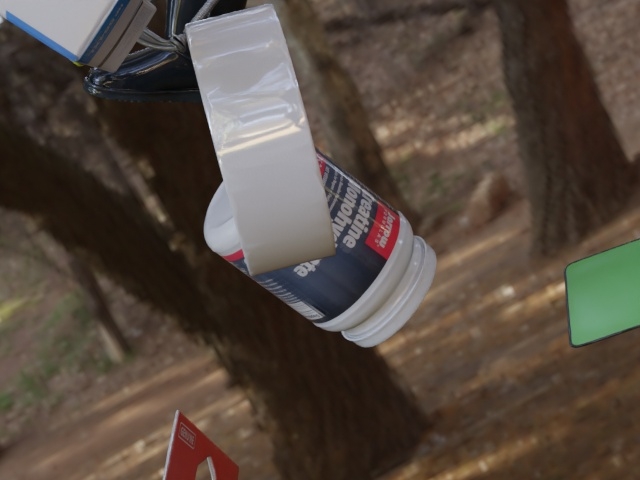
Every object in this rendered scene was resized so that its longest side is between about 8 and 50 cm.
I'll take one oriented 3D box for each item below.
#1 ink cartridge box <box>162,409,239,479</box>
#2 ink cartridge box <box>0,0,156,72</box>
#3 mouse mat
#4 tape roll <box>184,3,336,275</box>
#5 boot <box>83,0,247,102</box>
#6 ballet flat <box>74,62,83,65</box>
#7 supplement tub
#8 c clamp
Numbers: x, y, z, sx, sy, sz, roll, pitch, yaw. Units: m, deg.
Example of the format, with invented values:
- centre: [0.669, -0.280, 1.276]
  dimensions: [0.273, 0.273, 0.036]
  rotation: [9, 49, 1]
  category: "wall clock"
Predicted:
- centre: [-0.110, 0.333, 1.437]
  dimensions: [0.066, 0.261, 0.296]
  rotation: [8, -18, 12]
  category: "ink cartridge box"
- centre: [-0.248, -0.232, 1.339]
  dimensions: [0.086, 0.148, 0.203]
  rotation: [-58, 0, 3]
  category: "ink cartridge box"
- centre: [0.382, 0.059, 1.803]
  dimensions: [0.153, 0.007, 0.189]
  rotation: [-21, 29, 19]
  category: "mouse mat"
- centre: [-0.065, -0.109, 1.543]
  dimensions: [0.100, 0.286, 0.286]
  rotation: [-15, 1, -2]
  category: "tape roll"
- centre: [-0.233, -0.316, 2.161]
  dimensions: [0.247, 0.207, 0.094]
  rotation: [0, 20, -18]
  category: "boot"
- centre: [-0.350, -0.332, 1.856]
  dimensions: [0.077, 0.230, 0.077]
  rotation: [-10, -7, 14]
  category: "ballet flat"
- centre: [0.000, 0.000, 1.890]
  dimensions: [0.191, 0.272, 0.191]
  rotation: [-44, 23, 24]
  category: "supplement tub"
- centre: [-0.144, -0.276, 1.634]
  dimensions: [0.160, 0.137, 0.022]
  rotation: [-47, -22, -4]
  category: "c clamp"
